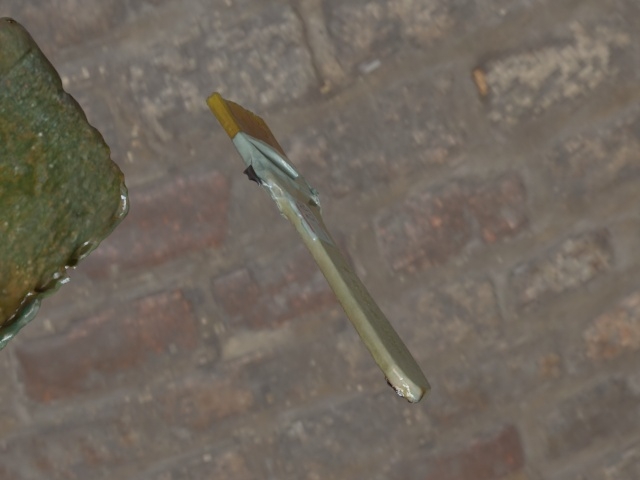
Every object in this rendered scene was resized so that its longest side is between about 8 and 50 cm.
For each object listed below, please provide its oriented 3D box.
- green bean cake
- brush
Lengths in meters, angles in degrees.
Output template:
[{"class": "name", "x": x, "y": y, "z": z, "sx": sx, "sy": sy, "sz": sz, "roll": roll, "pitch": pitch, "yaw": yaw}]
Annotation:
[{"class": "green bean cake", "x": -0.232, "y": -0.031, "z": 0.953, "sx": 0.181, "sy": 0.094, "sz": 0.173, "roll": -53, "pitch": 134, "yaw": -26}, {"class": "brush", "x": 0.000, "y": 0.000, "z": 1.135, "sx": 0.020, "sy": 0.336, "sz": 0.085, "roll": -45, "pitch": 139, "yaw": 14}]
